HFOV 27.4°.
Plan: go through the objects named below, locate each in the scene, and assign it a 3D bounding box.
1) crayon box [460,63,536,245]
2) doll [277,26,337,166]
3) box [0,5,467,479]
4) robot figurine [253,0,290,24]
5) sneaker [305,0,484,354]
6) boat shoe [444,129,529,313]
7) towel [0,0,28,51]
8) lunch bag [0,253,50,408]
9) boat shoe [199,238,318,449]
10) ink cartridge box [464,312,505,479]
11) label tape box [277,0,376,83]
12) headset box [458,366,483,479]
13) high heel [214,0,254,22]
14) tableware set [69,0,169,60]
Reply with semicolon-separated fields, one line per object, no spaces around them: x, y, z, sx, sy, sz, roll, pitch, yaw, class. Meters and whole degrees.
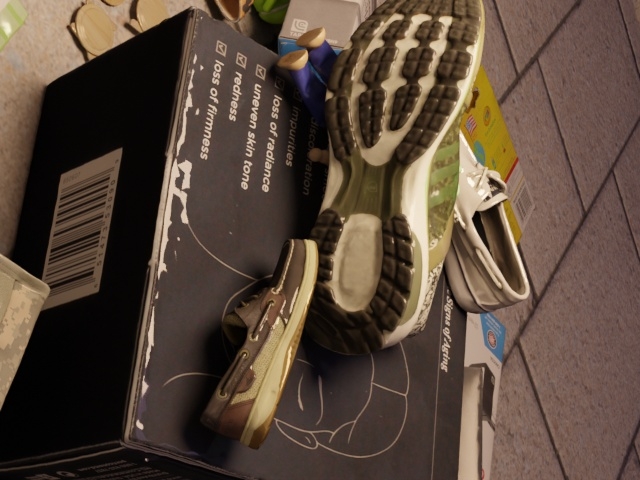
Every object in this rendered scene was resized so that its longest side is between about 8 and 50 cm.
0.295;-0.141;2.452;0.202;0.081;0.319;-55;128;-49;crayon box
0.026;-0.133;1.432;0.189;0.046;0.129;52;56;-25;doll
-0.084;0.077;1.497;0.471;0.297;0.480;25;60;-38;box
-0.072;-0.368;1.923;0.101;0.067;0.115;-81;150;-62;robot figurine
0.093;-0.074;1.403;0.182;0.158;0.410;22;83;-63;sneaker
0.174;-0.047;1.533;0.096;0.088;0.268;-14;88;-48;boat shoe
-0.383;-0.278;1.437;0.152;0.023;0.113;58;39;-33;towel
-0.416;0.075;1.162;0.287;0.169;0.235;41;52;-36;lunch bag
-0.058;0.087;1.254;0.073;0.080;0.224;19;60;-7;boat shoe
0.179;0.233;2.081;0.223;0.129;0.308;44;47;-44;ink cartridge box
0.026;-0.339;1.949;0.241;0.105;0.334;88;14;-58;label tape box
0.098;0.302;1.826;0.131;0.246;0.283;91;1;-64;headset box
-0.156;-0.418;1.767;0.261;0.093;0.186;36;46;-60;high heel
-0.250;-0.272;1.656;0.141;0.020;0.169;47;46;-40;tableware set
